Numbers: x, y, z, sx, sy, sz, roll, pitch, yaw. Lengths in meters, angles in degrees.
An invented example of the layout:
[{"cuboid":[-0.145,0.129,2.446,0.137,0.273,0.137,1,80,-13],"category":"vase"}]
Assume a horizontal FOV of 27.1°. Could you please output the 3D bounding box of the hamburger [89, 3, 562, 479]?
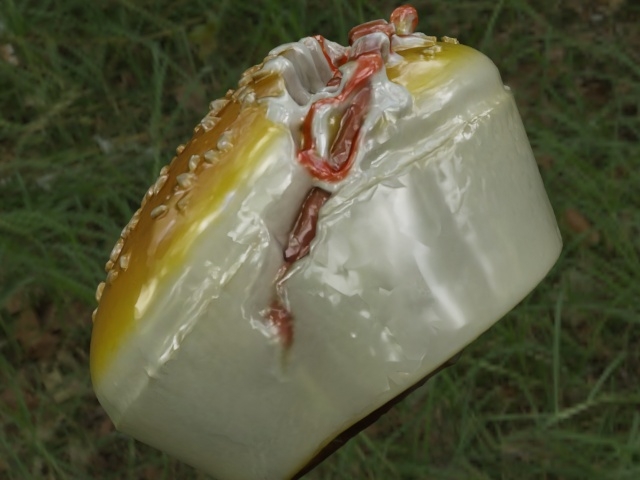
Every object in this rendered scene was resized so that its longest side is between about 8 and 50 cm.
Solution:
[{"cuboid":[0.000,0.000,0.622,0.227,0.151,0.295,-43,2,9],"category":"hamburger"}]
